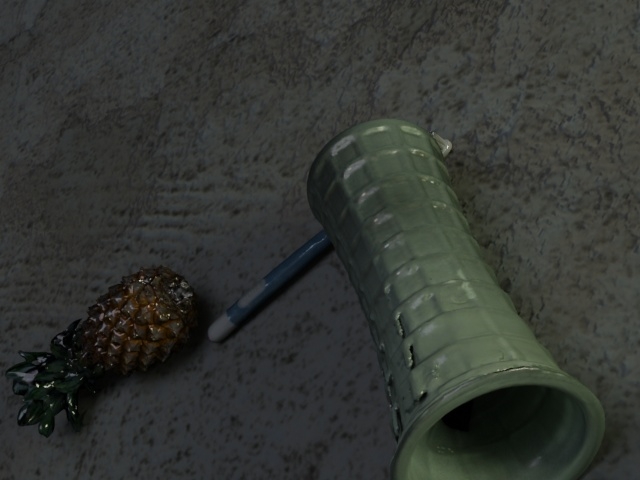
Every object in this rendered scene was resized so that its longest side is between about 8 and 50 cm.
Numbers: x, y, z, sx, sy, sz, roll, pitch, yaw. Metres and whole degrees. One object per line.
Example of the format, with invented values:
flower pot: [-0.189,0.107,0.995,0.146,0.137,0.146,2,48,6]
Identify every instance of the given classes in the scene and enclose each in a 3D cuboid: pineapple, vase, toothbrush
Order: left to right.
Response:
pineapple: [-0.191,0.096,1.247,0.221,0.083,0.103,-34,44,29]
toothbrush: [0.000,0.000,1.160,0.275,0.025,0.019,-40,44,20]
vase: [0.075,0.040,0.976,0.143,0.143,0.299,-42,39,18]
